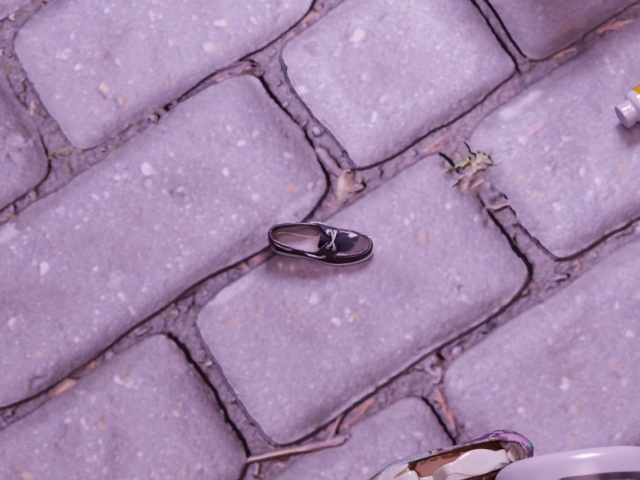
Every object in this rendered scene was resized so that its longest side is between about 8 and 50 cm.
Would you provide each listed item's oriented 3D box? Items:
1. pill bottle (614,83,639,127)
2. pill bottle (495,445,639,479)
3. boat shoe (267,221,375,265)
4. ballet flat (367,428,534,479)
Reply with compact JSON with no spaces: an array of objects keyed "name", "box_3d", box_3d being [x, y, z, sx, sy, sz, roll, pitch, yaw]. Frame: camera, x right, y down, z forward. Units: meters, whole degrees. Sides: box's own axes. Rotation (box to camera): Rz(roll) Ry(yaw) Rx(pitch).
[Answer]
[{"name":"pill bottle","box_3d":[0.385,-0.166,1.930,0.083,0.043,0.043,-32,72,-4]},{"name":"pill bottle","box_3d":[0.289,0.390,1.696,0.188,0.188,0.334,-7,73,5]},{"name":"boat shoe","box_3d":[0.000,0.000,1.928,0.125,0.038,0.046,9,74,9]},{"name":"ballet flat","box_3d":[0.129,0.260,1.812,0.221,0.079,0.077,-21,73,0]}]
